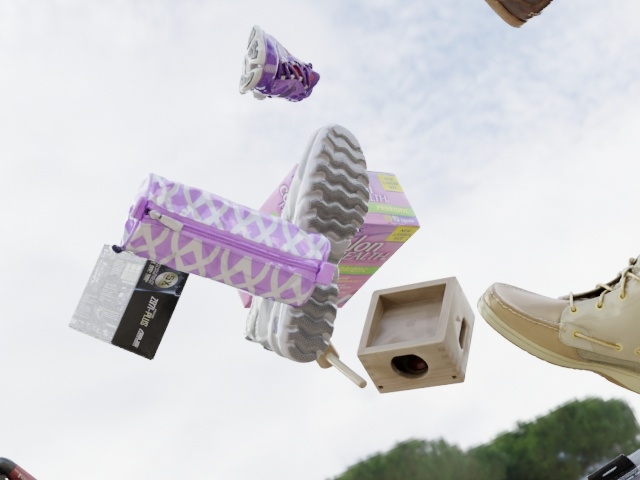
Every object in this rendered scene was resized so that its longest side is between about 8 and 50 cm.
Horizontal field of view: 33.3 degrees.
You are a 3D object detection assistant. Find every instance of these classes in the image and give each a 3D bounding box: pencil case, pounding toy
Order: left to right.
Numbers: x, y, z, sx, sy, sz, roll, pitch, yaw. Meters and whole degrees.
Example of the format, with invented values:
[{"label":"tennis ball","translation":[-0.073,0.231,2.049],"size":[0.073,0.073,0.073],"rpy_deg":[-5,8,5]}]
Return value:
[{"label":"pencil case","translation":[-0.093,0.000,1.039],"size":[0.206,0.086,0.088],"rpy_deg":[18,-14,-16]},{"label":"pounding toy","translation":[0.094,0.159,1.466],"size":[0.206,0.181,0.094],"rpy_deg":[-12,-53,26]}]

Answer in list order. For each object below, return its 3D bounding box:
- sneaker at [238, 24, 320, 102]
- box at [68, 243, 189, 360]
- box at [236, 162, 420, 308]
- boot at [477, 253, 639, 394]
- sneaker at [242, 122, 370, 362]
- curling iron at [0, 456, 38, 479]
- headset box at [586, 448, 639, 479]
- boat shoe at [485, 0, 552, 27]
[{"label":"sneaker","translation":[-0.037,-0.171,1.063],"size":[0.071,0.068,0.170],"rpy_deg":[12,5,6]},{"label":"box","translation":[-0.296,0.091,1.645],"size":[0.077,0.180,0.147],"rpy_deg":[28,-102,-32]},{"label":"box","translation":[0.000,0.000,1.760],"size":[0.213,0.117,0.243],"rpy_deg":[3,-39,-40]},{"label":"boot","translation":[0.324,0.051,1.173],"size":[0.262,0.095,0.203],"rpy_deg":[22,-62,0]},{"label":"sneaker","translation":[-0.030,-0.005,1.226],"size":[0.115,0.281,0.105],"rpy_deg":[3,-19,43]},{"label":"curling iron","translation":[-0.236,0.299,1.048],"size":[0.068,0.035,0.274],"rpy_deg":[-47,-65,5]},{"label":"headset box","translation":[0.564,0.497,1.823],"size":[0.218,0.293,0.110],"rpy_deg":[-34,4,7]},{"label":"boat shoe","translation":[0.185,-0.335,1.218],"size":[0.207,0.073,0.073],"rpy_deg":[38,-42,-14]}]
